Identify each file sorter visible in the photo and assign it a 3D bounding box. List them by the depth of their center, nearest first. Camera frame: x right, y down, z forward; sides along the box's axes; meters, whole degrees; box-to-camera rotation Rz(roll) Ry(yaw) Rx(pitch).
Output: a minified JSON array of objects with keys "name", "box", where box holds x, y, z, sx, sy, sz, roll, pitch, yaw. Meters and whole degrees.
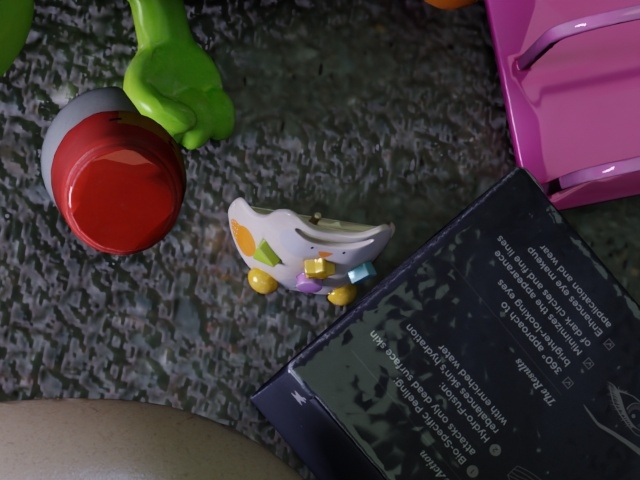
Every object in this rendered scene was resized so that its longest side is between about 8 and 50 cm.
[{"name":"file sorter","box":[0.180,-0.176,0.828,0.202,0.182,0.291,-11,89,0]}]

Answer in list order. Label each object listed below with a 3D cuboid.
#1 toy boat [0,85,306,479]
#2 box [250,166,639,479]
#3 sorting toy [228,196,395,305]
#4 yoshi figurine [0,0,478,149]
[{"name":"toy boat","box":[-0.100,0.095,0.750,0.267,0.148,0.318,7,99,-10]},{"name":"box","box":[0.079,0.078,0.833,0.158,0.093,0.156,-40,89,-20]},{"name":"sorting toy","box":[0.000,0.000,0.843,0.083,0.075,0.045,9,74,-11]},{"name":"yoshi figurine","box":[-0.095,-0.139,0.794,0.362,0.203,0.203,-10,94,-4]}]
